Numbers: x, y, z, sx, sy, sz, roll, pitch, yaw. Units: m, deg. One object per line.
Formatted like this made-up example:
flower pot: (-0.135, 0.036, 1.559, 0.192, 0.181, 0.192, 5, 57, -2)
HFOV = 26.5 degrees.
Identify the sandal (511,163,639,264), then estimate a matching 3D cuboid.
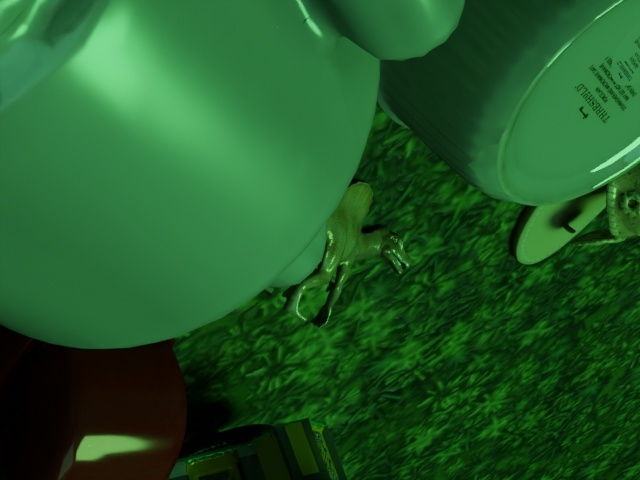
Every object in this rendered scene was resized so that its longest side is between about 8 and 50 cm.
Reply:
sandal: (0.237, -0.045, 0.967, 0.088, 0.079, 0.240, 11, 126, -51)

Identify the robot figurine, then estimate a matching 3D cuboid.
robot figurine: (-0.108, -0.087, 0.439, 0.300, 0.200, 0.353, -8, 157, 20)

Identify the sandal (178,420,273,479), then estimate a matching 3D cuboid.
sandal: (-0.110, 0.153, 0.935, 0.179, 0.040, 0.067, -14, 140, -17)

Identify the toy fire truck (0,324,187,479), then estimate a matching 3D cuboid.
toy fire truck: (-0.155, 0.143, 0.660, 0.158, 0.246, 0.217, 9, 128, -51)

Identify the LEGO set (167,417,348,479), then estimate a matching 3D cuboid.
LEGO set: (-0.087, 0.280, 0.915, 0.255, 0.192, 0.331, -6, 150, -31)

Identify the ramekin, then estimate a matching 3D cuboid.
ramekin: (0.131, -0.114, 0.736, 0.207, 0.109, 0.207, -25, 148, -18)

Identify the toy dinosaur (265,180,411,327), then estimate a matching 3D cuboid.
toy dinosaur: (0.000, 0.000, 0.834, 0.093, 0.053, 0.183, -54, 156, 0)
